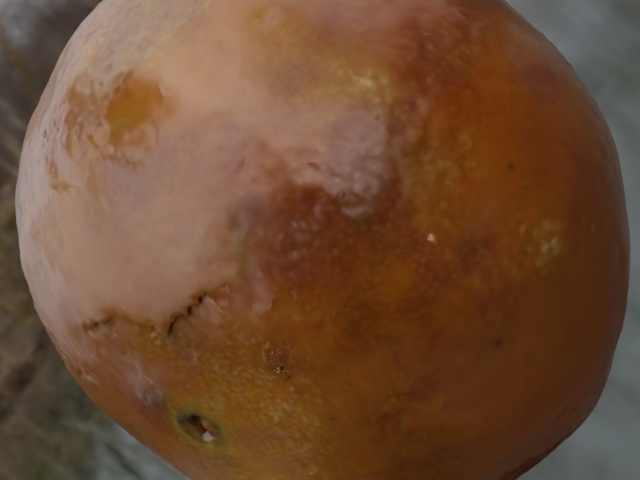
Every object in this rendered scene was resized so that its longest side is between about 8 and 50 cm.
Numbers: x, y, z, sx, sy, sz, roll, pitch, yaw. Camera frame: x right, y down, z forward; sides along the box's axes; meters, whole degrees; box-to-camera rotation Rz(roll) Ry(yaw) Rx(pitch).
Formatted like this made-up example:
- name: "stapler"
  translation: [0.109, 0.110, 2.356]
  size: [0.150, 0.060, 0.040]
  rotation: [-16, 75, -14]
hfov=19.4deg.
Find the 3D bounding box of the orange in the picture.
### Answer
- name: "orange"
  translation: [0.000, 0.000, 0.830]
  size: [0.226, 0.284, 0.284]
  rotation: [-52, 9, -34]
